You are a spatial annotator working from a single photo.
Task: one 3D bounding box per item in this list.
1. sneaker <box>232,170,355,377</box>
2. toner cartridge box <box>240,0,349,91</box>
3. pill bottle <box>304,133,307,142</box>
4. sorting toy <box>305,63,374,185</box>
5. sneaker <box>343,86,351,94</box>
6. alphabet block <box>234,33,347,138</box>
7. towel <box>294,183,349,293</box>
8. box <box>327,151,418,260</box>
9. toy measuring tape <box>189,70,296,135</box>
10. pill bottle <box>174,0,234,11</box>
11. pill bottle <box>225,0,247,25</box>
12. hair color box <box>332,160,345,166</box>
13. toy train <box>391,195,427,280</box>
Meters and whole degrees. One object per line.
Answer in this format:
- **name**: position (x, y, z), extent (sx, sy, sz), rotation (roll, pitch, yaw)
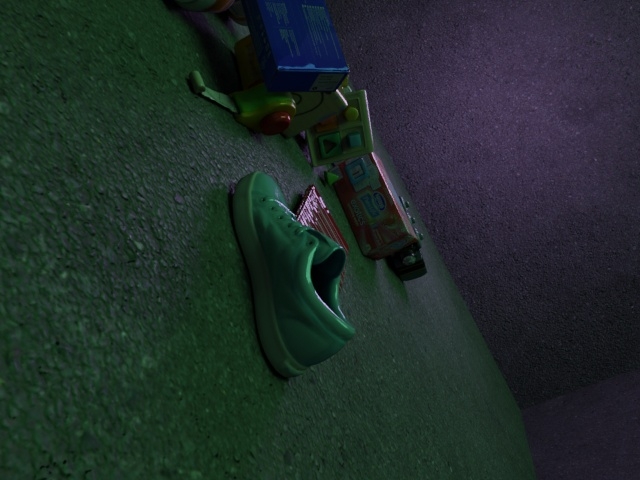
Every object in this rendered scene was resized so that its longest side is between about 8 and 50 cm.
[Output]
- **sneaker**: position (-0.031, 0.021, 0.817), extent (0.135, 0.150, 0.366), rotation (38, 30, -56)
- **toner cartridge box**: position (-0.071, -0.481, 1.092), extent (0.165, 0.075, 0.347), rotation (-7, 73, -28)
- **pill bottle**: position (0.003, -0.385, 1.471), extent (0.117, 0.117, 0.215), rotation (-65, 160, -69)
- **sorting toy**: position (0.054, -0.308, 1.424), extent (0.047, 0.196, 0.347), rotation (-131, -154, -63)
- **sneaker**: position (-0.029, -0.604, 1.903), extent (0.292, 0.108, 0.169), rotation (40, -1, -18)
- **alphabet block**: position (-0.072, -0.406, 1.273), extent (0.197, 0.192, 0.193), rotation (33, 35, -57)
- **towel**: position (0.000, 0.000, 1.150), extent (0.199, 0.031, 0.275), rotation (59, 19, -17)
- **box**: position (0.162, -0.108, 1.578), extent (0.142, 0.154, 0.300), rotation (22, 42, -65)
- **toy measuring tape**: position (-0.134, -0.296, 1.066), extent (0.121, 0.121, 0.330), rotation (66, 17, 13)
- **pill bottle**: position (-0.254, -0.542, 1.081), extent (0.117, 0.118, 0.208), rotation (58, 18, -16)
- **pill bottle**: position (-0.239, -0.726, 1.224), extent (0.392, 0.224, 0.224), rotation (36, 31, -56)
- **hair color box**: position (0.099, -0.338, 1.828), extent (0.185, 0.110, 0.339), rotation (52, 18, -27)
- **toy train**: position (0.287, -0.013, 1.857), extent (0.334, 0.142, 0.190), rotation (-102, 169, -46)
